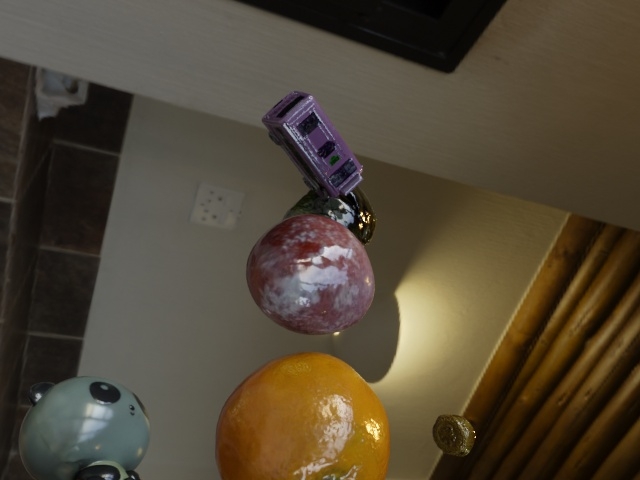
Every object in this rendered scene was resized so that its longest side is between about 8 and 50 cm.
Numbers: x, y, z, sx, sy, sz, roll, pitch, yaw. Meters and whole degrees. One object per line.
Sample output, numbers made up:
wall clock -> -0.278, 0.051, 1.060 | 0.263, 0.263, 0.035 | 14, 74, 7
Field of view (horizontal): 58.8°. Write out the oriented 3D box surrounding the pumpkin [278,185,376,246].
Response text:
pumpkin -> 0.000, 0.000, 1.350 | 0.320, 0.192, 0.320 | -53, 174, -8

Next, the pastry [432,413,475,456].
pastry -> 0.334, 0.485, 1.420 | 0.097, 0.057, 0.109 | -43, -118, 30

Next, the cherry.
cherry -> -0.012, 0.066, 1.079 | 0.236, 0.285, 0.212 | 34, -58, 30

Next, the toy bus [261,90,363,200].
toy bus -> -0.008, -0.149, 0.925 | 0.087, 0.178, 0.098 | -44, -150, -10

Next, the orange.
orange -> -0.028, 0.354, 1.006 | 0.312, 0.312, 0.312 | -168, -90, -71

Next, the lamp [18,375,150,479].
lamp -> -0.347, 0.319, 0.865 | 0.244, 0.198, 0.197 | 45, -57, 40
